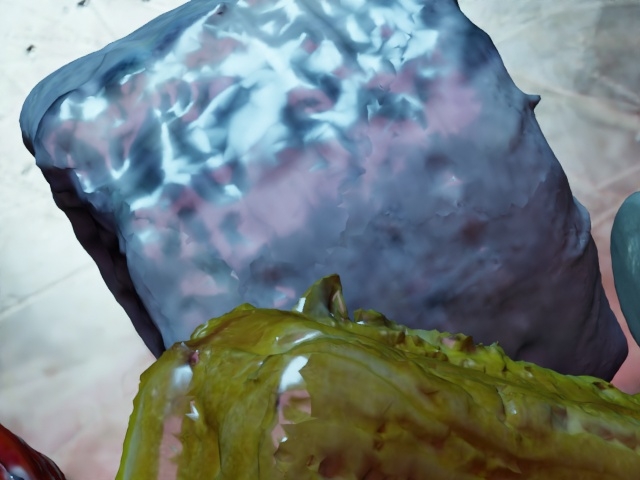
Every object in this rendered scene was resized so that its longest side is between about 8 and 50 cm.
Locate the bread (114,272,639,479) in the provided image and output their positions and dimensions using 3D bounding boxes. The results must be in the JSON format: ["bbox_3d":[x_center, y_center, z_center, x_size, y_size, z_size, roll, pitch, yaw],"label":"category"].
[{"bbox_3d":[0.101,0.132,0.603,0.380,0.109,0.185,17,74,-34],"label":"bread"}]

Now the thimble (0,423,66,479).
[{"bbox_3d":[-0.182,0.150,0.725,0.189,0.125,0.163,-40,73,-7],"label":"thimble"}]

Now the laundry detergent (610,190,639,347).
[{"bbox_3d":[0.307,-0.009,0.674,0.398,0.125,0.264,-12,74,-14],"label":"laundry detergent"}]

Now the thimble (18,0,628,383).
[{"bbox_3d":[0.000,0.000,0.691,0.157,0.245,0.217,-32,62,-7],"label":"thimble"}]
